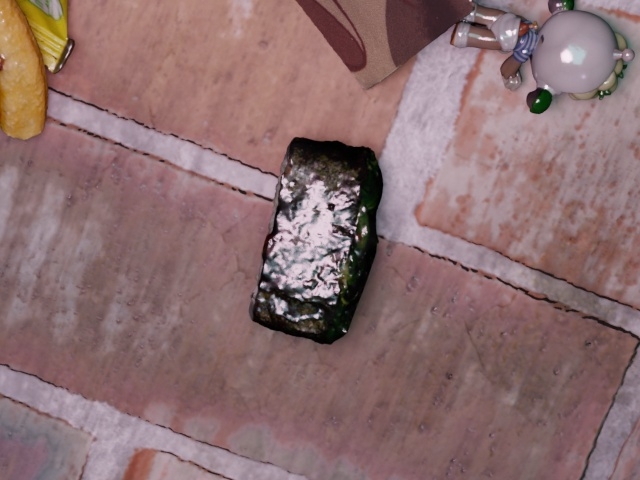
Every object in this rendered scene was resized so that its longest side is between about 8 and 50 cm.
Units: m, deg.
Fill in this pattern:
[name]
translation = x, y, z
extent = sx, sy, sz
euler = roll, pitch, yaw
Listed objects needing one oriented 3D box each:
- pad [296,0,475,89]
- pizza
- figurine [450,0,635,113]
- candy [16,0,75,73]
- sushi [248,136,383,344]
[pad]
translation = 0.004, -0.330, 1.443
extent = 0.004, 0.220, 0.330
euler = -41, 95, -35
[pizza]
translation = -0.427, -0.223, 1.491
extent = 0.229, 0.081, 0.289
euler = -5, 128, 26
[figurine]
translation = 0.242, -0.210, 1.491
extent = 0.197, 0.093, 0.147
euler = 13, 77, 9
[candy]
translation = -0.299, -0.356, 1.496
extent = 0.187, 0.081, 0.297
euler = 31, 101, 1
[sushi]
translation = 0.000, 0.000, 1.513
extent = 0.127, 0.124, 0.225
euler = 12, 93, 1
